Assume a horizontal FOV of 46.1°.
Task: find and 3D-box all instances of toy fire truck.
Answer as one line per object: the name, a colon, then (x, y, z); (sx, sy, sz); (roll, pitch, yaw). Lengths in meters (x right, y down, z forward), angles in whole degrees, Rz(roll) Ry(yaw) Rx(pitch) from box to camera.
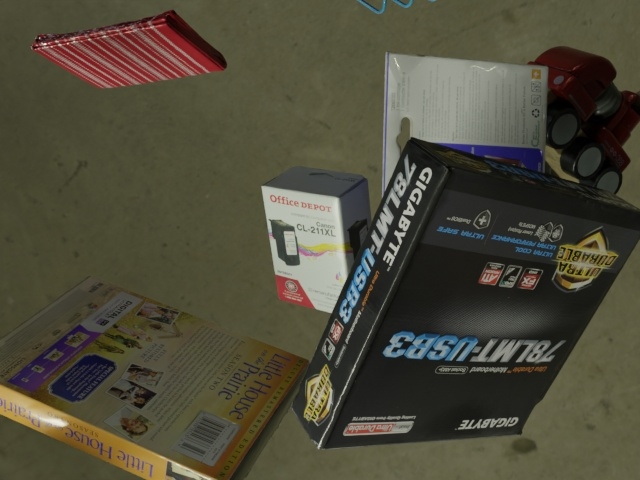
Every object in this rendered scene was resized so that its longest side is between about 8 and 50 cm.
toy fire truck: (0.407, -0.200, 1.053); (0.217, 0.158, 0.246); (37, 93, -37)

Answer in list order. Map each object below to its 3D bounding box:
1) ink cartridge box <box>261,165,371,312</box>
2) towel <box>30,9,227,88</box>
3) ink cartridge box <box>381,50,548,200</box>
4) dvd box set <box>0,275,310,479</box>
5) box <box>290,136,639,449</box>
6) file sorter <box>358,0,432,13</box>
ink cartridge box: (0.000, 0.000, 1.003); (0.127, 0.072, 0.175); (11, 121, 34)
towel: (-0.321, -0.320, 1.288); (0.274, 0.199, 0.031); (-4, 78, 20)
ink cartridge box: (0.168, -0.114, 0.900); (0.208, 0.045, 0.206); (2, 90, -13)
dvd box set: (-0.263, 0.207, 1.137); (0.420, 0.307, 0.062); (19, 119, 12)
box: (0.151, 0.069, 0.746); (0.073, 0.295, 0.293); (46, 119, 49)
file sorter: (0.120, -0.358, 0.929); (0.118, 0.170, 0.104); (50, 151, 44)
